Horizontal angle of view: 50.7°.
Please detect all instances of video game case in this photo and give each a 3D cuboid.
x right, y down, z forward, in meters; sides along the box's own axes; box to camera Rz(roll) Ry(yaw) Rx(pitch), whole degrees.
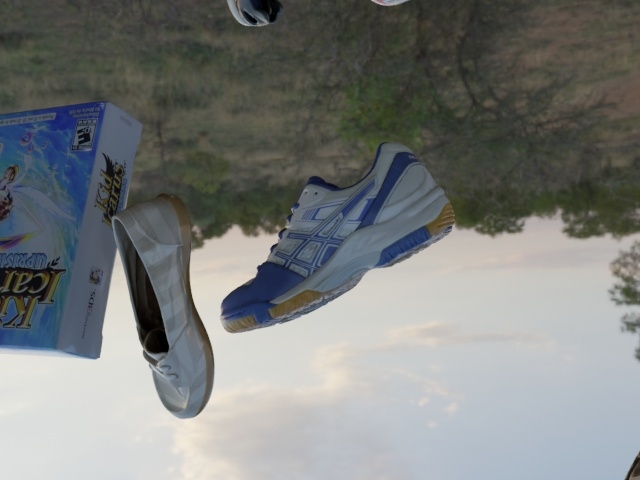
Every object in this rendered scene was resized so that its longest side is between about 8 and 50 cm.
[{"bbox_3d":[-0.326,-0.009,0.691,0.269,0.244,0.061,-2,164,24],"label":"video game case"}]

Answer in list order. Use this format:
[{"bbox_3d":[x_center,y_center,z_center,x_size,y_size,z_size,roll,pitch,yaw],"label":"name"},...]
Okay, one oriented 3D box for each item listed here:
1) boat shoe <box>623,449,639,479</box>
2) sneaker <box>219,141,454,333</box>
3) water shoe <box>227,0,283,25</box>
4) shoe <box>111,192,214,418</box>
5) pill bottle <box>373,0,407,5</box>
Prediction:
[{"bbox_3d":[0.216,0.202,0.411,0.072,0.190,0.068,25,174,2],"label":"boat shoe"},{"bbox_3d":[0.000,0.000,0.774,0.296,0.131,0.112,-30,171,12],"label":"sneaker"},{"bbox_3d":[-0.103,-0.393,0.914,0.080,0.203,0.073,18,-130,43],"label":"water shoe"},{"bbox_3d":[-0.147,0.068,0.613,0.076,0.219,0.058,8,-160,37],"label":"shoe"},{"bbox_3d":[0.143,-0.367,0.796,0.124,0.124,0.221,-8,-176,-38],"label":"pill bottle"}]
